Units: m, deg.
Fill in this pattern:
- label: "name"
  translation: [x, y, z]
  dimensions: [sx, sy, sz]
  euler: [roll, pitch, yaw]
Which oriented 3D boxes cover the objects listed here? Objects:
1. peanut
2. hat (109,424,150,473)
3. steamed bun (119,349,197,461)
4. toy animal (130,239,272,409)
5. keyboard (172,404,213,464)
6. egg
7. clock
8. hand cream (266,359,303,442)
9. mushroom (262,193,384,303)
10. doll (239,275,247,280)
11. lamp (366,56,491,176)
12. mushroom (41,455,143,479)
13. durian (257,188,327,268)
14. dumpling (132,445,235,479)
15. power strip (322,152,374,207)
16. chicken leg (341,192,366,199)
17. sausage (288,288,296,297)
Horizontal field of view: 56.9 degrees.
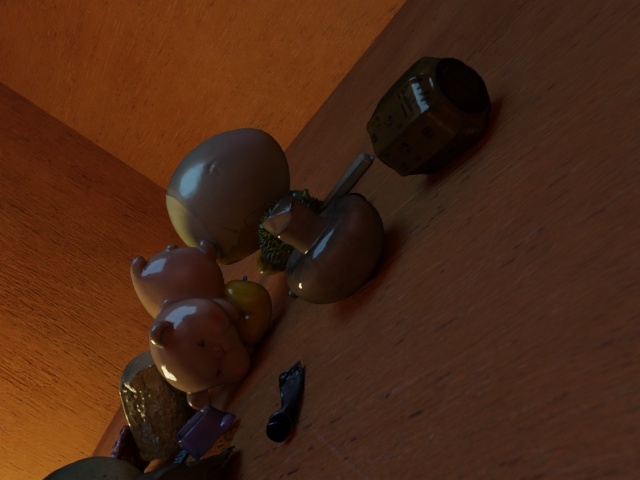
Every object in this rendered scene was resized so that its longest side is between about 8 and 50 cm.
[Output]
- label: "peanut"
  translation: [-0.099, -0.019, 1.572]
  dimensions: [0.253, 0.122, 0.137]
  euler: [-61, 22, -11]
- label: "hat"
  translation: [-0.469, 0.598, 1.388]
  dimensions: [0.236, 0.107, 0.286]
  euler: [86, -167, -49]
- label: "steamed bun"
  translation: [-0.382, 0.378, 1.424]
  dimensions: [0.171, 0.225, 0.200]
  euler: [-13, 29, -4]
- label: "toy animal"
  translation: [-0.257, 0.175, 1.275]
  dimensions: [0.278, 0.344, 0.247]
  euler: [-17, 13, 13]
- label: "keyboard"
  translation: [-0.303, 0.470, 1.343]
  dimensions: [0.204, 0.013, 0.061]
  euler: [-60, 14, -17]
- label: "egg"
  translation: [-0.217, -0.117, 1.451]
  dimensions: [0.345, 0.283, 0.283]
  euler: [-58, 13, -16]
- label: "clock"
  translation: [-0.229, 0.370, 1.167]
  dimensions: [0.110, 0.050, 0.153]
  euler: [-46, 3, -21]
- label: "hand cream"
  translation: [-0.055, 0.256, 0.941]
  dimensions: [0.062, 0.039, 0.163]
  euler: [-53, 7, 20]
- label: "mushroom"
  translation: [0.000, 0.000, 0.995]
  dimensions: [0.204, 0.204, 0.204]
  euler: [-52, 14, 18]
- label: "doll"
  translation: [-0.257, 0.199, 1.738]
  dimensions: [0.110, 0.067, 0.205]
  euler: [22, 89, 63]
- label: "lamp"
  translation: [0.173, -0.199, 0.964]
  dimensions: [0.185, 0.161, 0.161]
  euler: [-36, 23, 54]
- label: "mushroom"
  translation: [-0.443, 0.572, 1.066]
  dimensions: [0.352, 0.260, 0.352]
  euler: [-44, 18, 19]
- label: "durian"
  translation: [-0.049, -0.018, 1.333]
  dimensions: [0.146, 0.159, 0.198]
  euler: [7, 29, 42]
- label: "dumpling"
  translation: [-0.218, 0.416, 1.008]
  dimensions: [0.332, 0.166, 0.085]
  euler: [112, 144, -70]
- label: "power strip"
  translation: [0.048, -0.124, 1.499]
  dimensions: [0.252, 0.027, 0.060]
  euler: [-51, 14, 21]
- label: "chicken leg"
  translation: [0.059, -0.053, 1.251]
  dimensions: [0.106, 0.051, 0.253]
  euler: [-56, 9, 25]
- label: "sausage"
  translation: [-0.053, 0.086, 1.360]
  dimensions: [0.024, 0.024, 0.132]
  euler: [-48, 14, 31]
